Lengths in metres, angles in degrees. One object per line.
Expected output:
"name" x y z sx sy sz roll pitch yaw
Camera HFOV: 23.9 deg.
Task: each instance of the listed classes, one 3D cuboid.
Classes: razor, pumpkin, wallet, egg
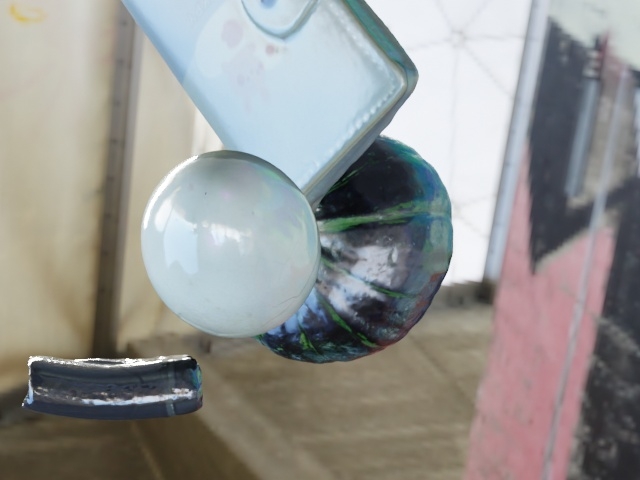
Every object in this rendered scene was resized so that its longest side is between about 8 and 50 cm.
"razor" -0.172 0.122 1.254 0.148 0.054 0.090 0 176 -7
"pumpkin" 0.000 0.000 1.841 0.315 0.315 0.238 16 -174 22
"wallet" -0.063 -0.220 1.563 0.083 0.252 0.360 -14 -117 -51
"egg" -0.077 0.002 1.279 0.151 0.151 0.209 12 164 12
